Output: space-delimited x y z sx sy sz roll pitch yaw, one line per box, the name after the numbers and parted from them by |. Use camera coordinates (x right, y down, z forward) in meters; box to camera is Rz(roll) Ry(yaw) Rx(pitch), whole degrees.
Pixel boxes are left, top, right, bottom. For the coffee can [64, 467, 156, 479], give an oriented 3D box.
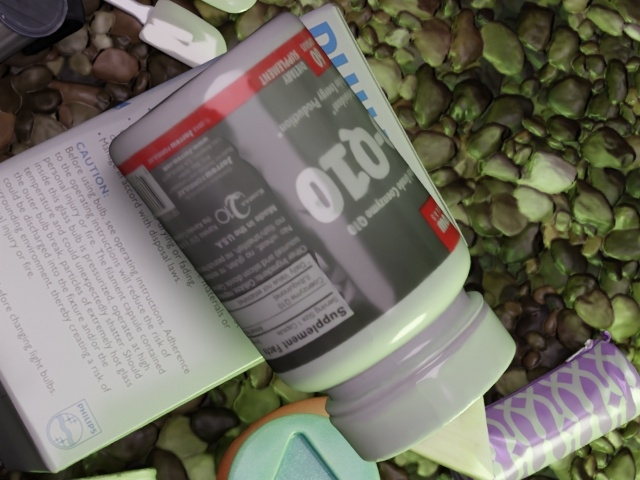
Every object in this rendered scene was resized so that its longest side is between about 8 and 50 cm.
-0.217 0.338 1.451 0.202 0.201 0.275 -7 83 -15 | coffee can

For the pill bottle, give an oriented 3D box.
0.000 0.000 1.206 0.161 0.161 0.283 -39 98 -16 | pill bottle

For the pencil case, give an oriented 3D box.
0.207 0.164 1.643 0.206 0.086 0.088 -27 95 -16 | pencil case

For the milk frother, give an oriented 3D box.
-0.292 -0.226 1.547 0.129 0.135 0.143 -26 92 -47 | milk frother

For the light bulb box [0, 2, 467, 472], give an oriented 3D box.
-0.132 0.012 1.439 0.361 0.358 0.225 -28 92 -17 | light bulb box

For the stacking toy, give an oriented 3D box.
0.067 0.272 1.490 0.280 0.130 0.309 -17 86 -13 | stacking toy

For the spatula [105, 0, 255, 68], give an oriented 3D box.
-0.165 -0.280 1.652 0.242 0.019 0.168 29 82 -8 | spatula
